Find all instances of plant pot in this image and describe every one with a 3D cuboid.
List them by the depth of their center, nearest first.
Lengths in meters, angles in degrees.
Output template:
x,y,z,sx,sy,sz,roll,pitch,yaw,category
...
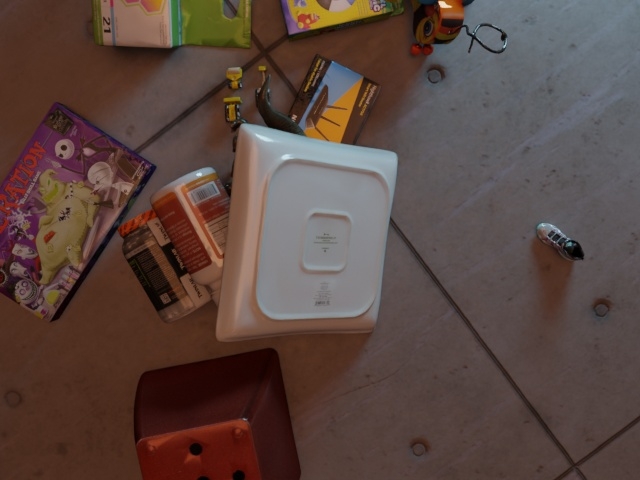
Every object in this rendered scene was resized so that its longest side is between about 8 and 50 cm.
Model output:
x,y,z,sx,sy,sz,roll,pitch,yaw,category
-0.185,0.365,1.055,0.267,0.236,0.267,-11,94,-2,plant pot

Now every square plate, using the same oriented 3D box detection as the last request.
x,y,z,sx,sy,sz,roll,pitch,yaw,category
0.000,0.000,1.033,0.347,0.049,0.344,3,95,-38,square plate

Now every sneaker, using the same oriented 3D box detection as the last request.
x,y,z,sx,sy,sz,roll,pitch,yaw,category
0.452,0.003,1.131,0.098,0.069,0.038,36,92,-4,sneaker

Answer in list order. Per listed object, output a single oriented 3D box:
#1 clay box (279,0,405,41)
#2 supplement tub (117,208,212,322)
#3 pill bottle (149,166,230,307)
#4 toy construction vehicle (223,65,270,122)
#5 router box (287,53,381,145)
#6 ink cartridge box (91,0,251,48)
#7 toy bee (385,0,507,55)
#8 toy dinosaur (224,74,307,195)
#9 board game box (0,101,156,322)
x,y,z,sx,sy,sz,roll,pitch,yaw,category
0.036,-0.449,1.092,0.222,0.053,0.127,-14,95,0,clay box
-0.273,0.040,1.086,0.117,0.117,0.190,-29,96,0,supplement tub
-0.184,-0.003,1.021,0.121,0.121,0.216,-27,94,0,pill bottle
-0.133,-0.267,1.113,0.085,0.035,0.098,-4,92,9,toy construction vehicle
0.014,-0.227,1.111,0.133,0.046,0.179,25,93,-3,router box
-0.250,-0.427,1.042,0.255,0.097,0.189,2,110,-2,ink cartridge box
0.191,-0.410,1.061,0.195,0.162,0.298,13,62,-18,toy bee
-0.079,-0.136,1.062,0.160,0.121,0.314,10,116,-2,toy dinosaur
-0.482,-0.049,1.109,0.208,0.056,0.347,33,93,0,board game box
